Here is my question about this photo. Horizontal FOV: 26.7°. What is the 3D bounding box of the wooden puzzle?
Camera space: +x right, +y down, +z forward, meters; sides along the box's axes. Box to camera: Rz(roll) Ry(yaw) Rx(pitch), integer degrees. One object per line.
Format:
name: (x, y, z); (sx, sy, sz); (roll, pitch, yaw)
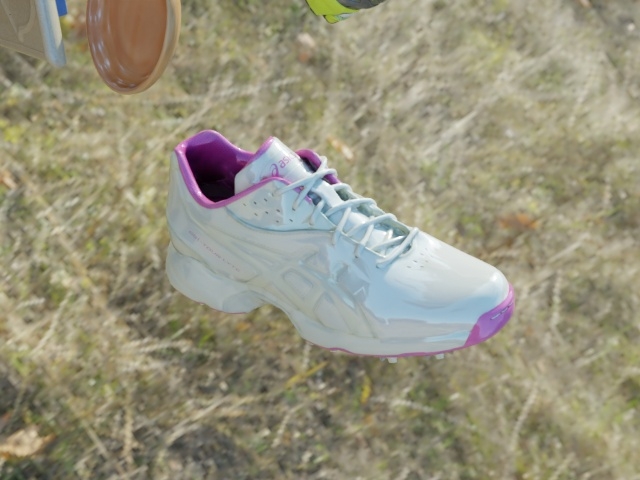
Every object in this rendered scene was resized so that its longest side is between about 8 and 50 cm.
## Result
wooden puzzle: (-0.418, -0.410, 1.742); (0.080, 0.348, 0.322); (-22, 120, -30)

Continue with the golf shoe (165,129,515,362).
golf shoe: (0.000, 0.000, 1.018); (0.115, 0.306, 0.140); (-44, 137, -45)

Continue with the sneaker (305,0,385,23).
sneaker: (0.010, -0.401, 1.580); (0.111, 0.121, 0.300); (-55, 128, -38)

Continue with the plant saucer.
plant saucer: (-0.238, -0.289, 1.742); (0.037, 0.200, 0.200); (-5, 67, -40)
